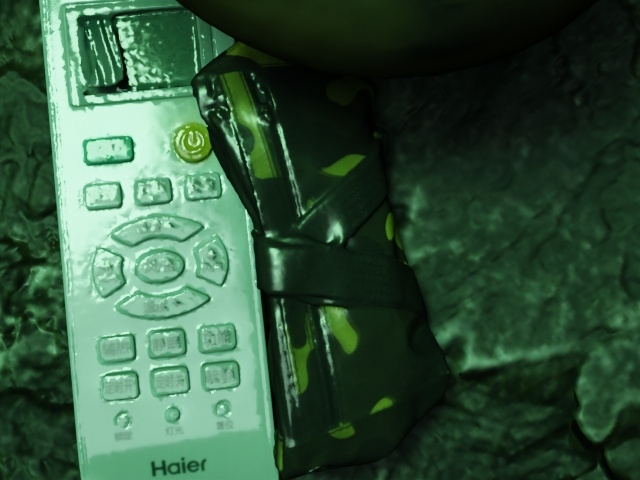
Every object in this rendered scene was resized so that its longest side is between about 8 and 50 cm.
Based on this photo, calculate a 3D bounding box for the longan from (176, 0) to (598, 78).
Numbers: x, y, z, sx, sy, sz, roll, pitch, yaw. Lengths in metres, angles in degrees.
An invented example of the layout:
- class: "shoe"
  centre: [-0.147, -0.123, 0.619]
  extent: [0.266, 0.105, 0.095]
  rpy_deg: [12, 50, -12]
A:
- class: "longan"
  centre: [0.018, -0.227, 0.416]
  extent: [0.318, 0.319, 0.319]
  rpy_deg: [0, 90, 11]

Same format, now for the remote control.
- class: "remote control"
  centre: [-0.087, 0.000, 0.560]
  extent: [0.103, 0.051, 0.294]
  rpy_deg: [-5, 88, -5]

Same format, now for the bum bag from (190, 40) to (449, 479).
- class: "bum bag"
  centre: [0.000, 0.000, 0.530]
  extent: [0.106, 0.060, 0.233]
  rpy_deg: [-10, 88, -28]
